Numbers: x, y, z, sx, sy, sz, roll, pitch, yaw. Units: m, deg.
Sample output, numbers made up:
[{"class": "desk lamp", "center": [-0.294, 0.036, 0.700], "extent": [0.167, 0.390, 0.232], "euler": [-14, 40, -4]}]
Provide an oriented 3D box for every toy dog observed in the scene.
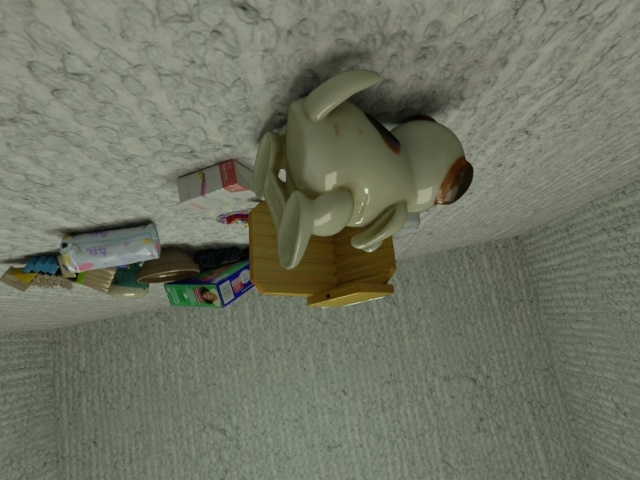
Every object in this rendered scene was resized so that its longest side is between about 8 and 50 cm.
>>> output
[{"class": "toy dog", "center": [0.103, -0.159, 0.883], "extent": [0.407, 0.285, 0.396], "euler": [-4, 130, -27]}]

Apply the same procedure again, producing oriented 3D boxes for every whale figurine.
[{"class": "whale figurine", "center": [-0.843, 0.152, 1.772], "extent": [0.271, 0.141, 0.216], "euler": [11, 177, 13]}]

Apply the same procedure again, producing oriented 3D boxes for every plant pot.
[{"class": "plant pot", "center": [-0.606, 0.094, 1.694], "extent": [0.237, 0.110, 0.237], "euler": [-12, 169, -2]}]

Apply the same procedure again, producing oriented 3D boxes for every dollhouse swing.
[{"class": "dollhouse swing", "center": [0.000, 0.000, 1.275], "extent": [0.315, 0.347, 0.304], "euler": [-21, 154, 39]}]

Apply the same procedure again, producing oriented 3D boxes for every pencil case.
[{"class": "pencil case", "center": [-0.627, 0.018, 1.292], "extent": [0.273, 0.114, 0.124], "euler": [-9, 144, -12]}]

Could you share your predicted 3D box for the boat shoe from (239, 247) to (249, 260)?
[{"class": "boat shoe", "center": [-0.308, 0.058, 1.960], "extent": [0.189, 0.068, 0.072], "euler": [-8, -175, 37]}]

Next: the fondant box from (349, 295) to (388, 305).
[{"class": "fondant box", "center": [0.210, 0.170, 2.311], "extent": [0.238, 0.331, 0.096], "euler": [-16, 170, 21]}]

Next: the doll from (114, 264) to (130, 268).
[{"class": "doll", "center": [-0.829, 0.097, 1.627], "extent": [0.188, 0.046, 0.129], "euler": [-7, 148, -10]}]

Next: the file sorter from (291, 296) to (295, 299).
[{"class": "file sorter", "center": [-0.062, 0.079, 1.752], "extent": [0.173, 0.278, 0.193], "euler": [-13, 169, -12]}]

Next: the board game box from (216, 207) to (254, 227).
[{"class": "board game box", "center": [-0.263, -0.067, 1.437], "extent": [0.168, 0.033, 0.133], "euler": [-12, 169, -1]}]

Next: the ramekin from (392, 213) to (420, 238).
[{"class": "ramekin", "center": [0.254, -0.083, 1.631], "extent": [0.272, 0.127, 0.273], "euler": [-11, 169, -2]}]

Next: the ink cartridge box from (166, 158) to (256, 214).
[{"class": "ink cartridge box", "center": [-0.269, -0.125, 1.053], "extent": [0.198, 0.067, 0.115], "euler": [-16, 168, 14]}]

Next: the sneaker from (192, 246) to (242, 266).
[{"class": "sneaker", "center": [-0.449, 0.079, 1.851], "extent": [0.211, 0.080, 0.081], "euler": [-4, 165, -33]}]

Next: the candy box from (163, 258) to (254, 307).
[{"class": "candy box", "center": [-0.466, 0.183, 1.866], "extent": [0.317, 0.122, 0.268], "euler": [-6, -163, 31]}]

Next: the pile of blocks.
[{"class": "pile of blocks", "center": [-0.879, 0.088, 1.467], "extent": [0.361, 0.149, 0.113], "euler": [2, -150, -11]}]
